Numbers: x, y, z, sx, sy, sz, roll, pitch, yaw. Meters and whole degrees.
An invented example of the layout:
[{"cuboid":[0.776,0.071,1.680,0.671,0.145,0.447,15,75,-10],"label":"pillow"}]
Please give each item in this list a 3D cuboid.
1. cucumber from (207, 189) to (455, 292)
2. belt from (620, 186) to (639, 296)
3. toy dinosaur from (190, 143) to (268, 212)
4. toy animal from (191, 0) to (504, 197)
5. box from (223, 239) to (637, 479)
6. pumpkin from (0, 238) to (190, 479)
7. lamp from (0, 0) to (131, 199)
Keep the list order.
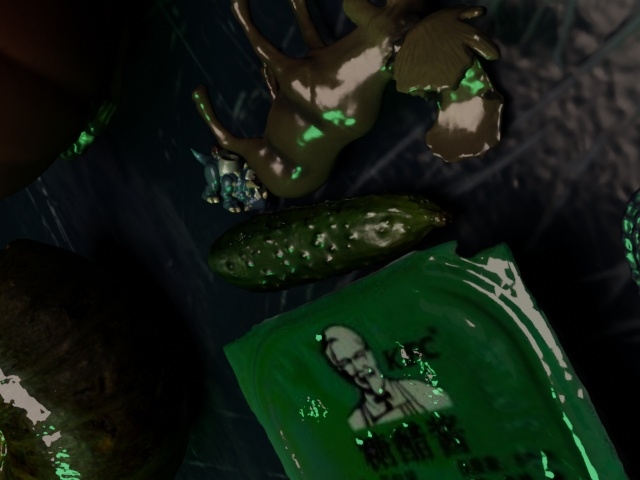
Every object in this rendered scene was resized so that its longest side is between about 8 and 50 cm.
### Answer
[{"cuboid":[0.000,0.000,0.553,0.227,0.069,0.069,-13,99,41],"label":"cucumber"},{"cuboid":[0.249,0.035,0.317,0.230,0.126,0.139,53,156,9],"label":"belt"},{"cuboid":[-0.074,-0.052,0.616,0.083,0.031,0.047,25,121,30],"label":"toy dinosaur"},{"cuboid":[0.019,-0.099,0.488,0.186,0.094,0.214,52,140,18],"label":"toy animal"},{"cuboid":[0.109,0.167,0.501,0.264,0.106,0.336,-27,88,43],"label":"box"},{"cuboid":[-0.244,0.172,0.764,0.232,0.242,0.324,20,120,-1],"label":"pumpkin"},{"cuboid":[-0.297,-0.165,0.598,0.303,0.257,0.303,-21,57,35],"label":"lamp"}]
